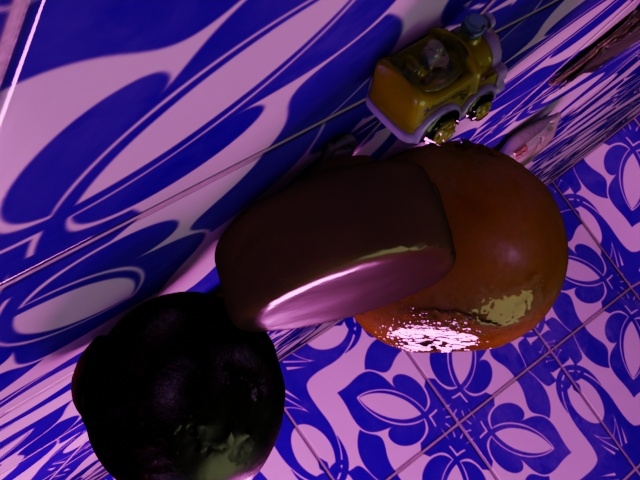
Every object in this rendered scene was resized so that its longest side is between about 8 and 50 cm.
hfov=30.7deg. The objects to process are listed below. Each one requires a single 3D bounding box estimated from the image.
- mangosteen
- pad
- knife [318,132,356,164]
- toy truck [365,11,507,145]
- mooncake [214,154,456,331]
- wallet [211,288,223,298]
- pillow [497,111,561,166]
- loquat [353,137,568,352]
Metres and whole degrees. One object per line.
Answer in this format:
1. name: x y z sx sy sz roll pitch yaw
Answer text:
1. mangosteen: -0.153 0.154 1.173 0.211 0.211 0.250 -31 -158 -35
2. pad: 0.423 -0.280 1.638 0.174 0.022 0.233 -40 173 32
3. knife: 0.009 -0.058 1.150 0.043 0.019 0.293 -29 172 -9
4. toy truck: 0.092 -0.129 0.870 0.111 0.076 0.077 -33 153 -23
5. mooncake: 0.010 0.004 1.091 0.235 0.117 0.235 -15 167 -3
6. wallet: -0.103 0.080 1.474 0.161 0.042 0.195 -36 174 6
7. pillow: 0.340 -0.154 1.997 0.128 0.051 0.229 -37 174 -7
8. loquat: 0.144 0.013 1.307 0.263 0.263 0.263 -35 174 -5
